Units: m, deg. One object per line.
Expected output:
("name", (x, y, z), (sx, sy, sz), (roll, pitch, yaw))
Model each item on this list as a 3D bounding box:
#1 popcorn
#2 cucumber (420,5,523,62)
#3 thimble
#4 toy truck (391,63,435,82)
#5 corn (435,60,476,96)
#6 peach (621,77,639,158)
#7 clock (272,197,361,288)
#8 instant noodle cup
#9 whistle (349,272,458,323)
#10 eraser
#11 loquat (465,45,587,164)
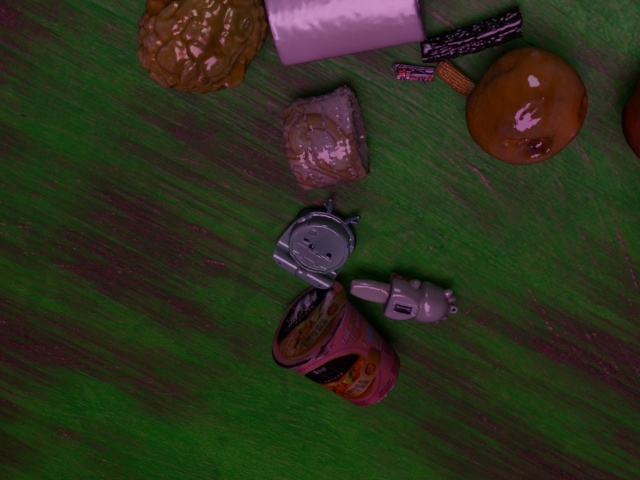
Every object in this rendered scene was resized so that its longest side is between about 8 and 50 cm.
("popcorn", (-0.214, -0.394, 1.240), (0.236, 0.206, 0.252), (-1, 92, 29))
("cucumber", (0.269, -0.363, 1.232), (0.187, 0.058, 0.058), (-13, 120, 20))
("thimble", (0.012, -0.200, 1.351), (0.143, 0.137, 0.191), (-7, 111, 16))
("toy truck", (0.176, -0.317, 1.305), (0.083, 0.024, 0.032), (6, 102, 6))
("corn", (0.255, -0.304, 1.290), (0.092, 0.037, 0.037), (33, 124, -12))
("peach", (0.643, -0.230, 1.172), (0.214, 0.214, 0.236), (20, 108, -2))
("clock", (0.000, 0.000, 1.532), (0.159, 0.066, 0.211), (28, 124, -9))
("instant noodle cup", (0.051, 0.258, 1.613), (0.244, 0.244, 0.255), (-33, 121, 28))
("whistle", (0.190, 0.131, 1.558), (0.253, 0.106, 0.102), (11, 95, -4))
("eraser", (0.043, -0.419, 1.220), (0.270, 0.095, 0.174), (-7, 114, 15))
("loquat", (0.364, -0.237, 1.223), (0.213, 0.213, 0.213), (6, 124, 8))
